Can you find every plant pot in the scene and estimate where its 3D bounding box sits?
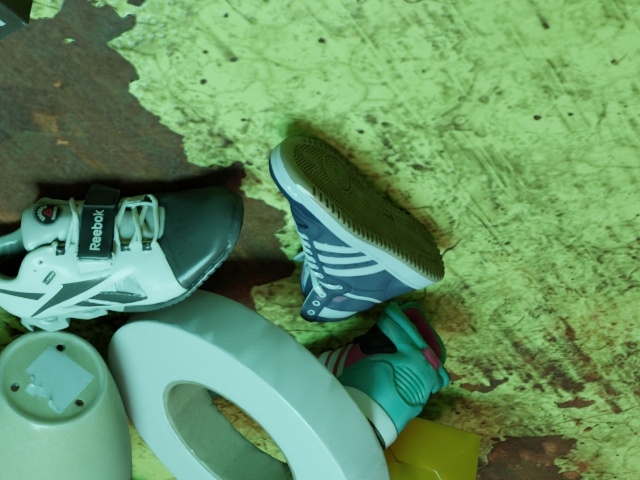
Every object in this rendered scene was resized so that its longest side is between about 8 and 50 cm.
[{"bbox_3d":[-0.338,0.229,1.559,0.257,0.256,0.274,9,143,-12],"label":"plant pot"}]

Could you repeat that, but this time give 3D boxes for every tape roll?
[{"bbox_3d":[-0.091,0.227,1.542,0.392,0.072,0.392,28,144,23],"label":"tape roll"}]

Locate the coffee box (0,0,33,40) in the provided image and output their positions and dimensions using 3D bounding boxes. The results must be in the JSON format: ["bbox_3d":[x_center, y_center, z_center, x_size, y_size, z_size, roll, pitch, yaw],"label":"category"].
[{"bbox_3d":[-0.382,-0.209,1.107,0.246,0.098,0.141,-22,138,26],"label":"coffee box"}]

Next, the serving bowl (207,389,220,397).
[{"bbox_3d":[-0.154,0.176,1.684,0.083,0.027,0.083,0,144,0],"label":"serving bowl"}]

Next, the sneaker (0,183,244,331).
[{"bbox_3d":[-0.242,0.006,1.377,0.331,0.122,0.146,-20,141,24],"label":"sneaker"}]

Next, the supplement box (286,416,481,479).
[{"bbox_3d":[0.078,0.312,1.738,0.191,0.129,0.194,18,160,-24],"label":"supplement box"}]

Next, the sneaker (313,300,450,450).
[{"bbox_3d":[0.061,0.153,1.585,0.124,0.178,0.295,56,162,-18],"label":"sneaker"}]

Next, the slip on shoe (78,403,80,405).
[{"bbox_3d":[-0.464,0.321,1.757,0.331,0.123,0.101,-23,153,-6],"label":"slip on shoe"}]

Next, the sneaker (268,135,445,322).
[{"bbox_3d":[0.000,0.000,1.393,0.153,0.099,0.282,-26,139,27],"label":"sneaker"}]
